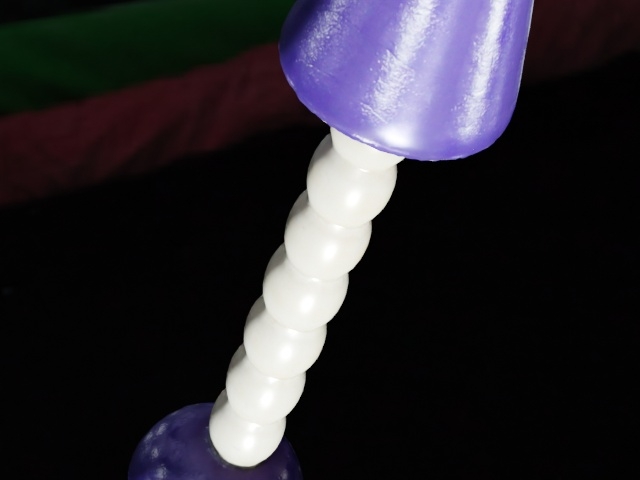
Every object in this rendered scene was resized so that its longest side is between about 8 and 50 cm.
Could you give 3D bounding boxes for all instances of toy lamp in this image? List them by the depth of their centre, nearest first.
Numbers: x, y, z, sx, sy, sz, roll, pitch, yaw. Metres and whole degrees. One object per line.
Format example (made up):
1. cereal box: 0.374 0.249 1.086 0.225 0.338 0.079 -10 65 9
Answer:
1. toy lamp: 0.000 0.000 0.577 0.080 0.274 0.080 14 -139 -13
